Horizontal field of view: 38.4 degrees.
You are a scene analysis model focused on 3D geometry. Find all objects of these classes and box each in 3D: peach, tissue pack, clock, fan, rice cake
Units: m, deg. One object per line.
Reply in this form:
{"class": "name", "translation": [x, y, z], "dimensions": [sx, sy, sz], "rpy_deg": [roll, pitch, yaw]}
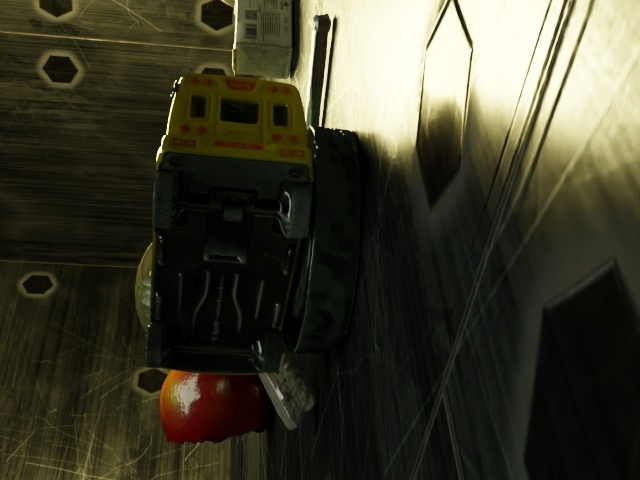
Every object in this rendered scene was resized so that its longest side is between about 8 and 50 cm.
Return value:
{"class": "peach", "translation": [-0.192, 0.298, 1.666], "dimensions": [0.226, 0.196, 0.190], "rpy_deg": [-56, 11, 24]}
{"class": "tissue pack", "translation": [-0.104, -0.377, 1.664], "dimensions": [0.099, 0.106, 0.149], "rpy_deg": [106, 166, -58]}
{"class": "clock", "translation": [0.000, 0.000, 0.906], "dimensions": [0.226, 0.048, 0.226], "rpy_deg": [-176, 90, -83]}
{"class": "fan", "translation": [-0.009, -0.141, 1.148], "dimensions": [0.057, 0.023, 0.282], "rpy_deg": [-97, 11, -61]}
{"class": "rice cake", "translation": [-0.078, 0.100, 1.085], "dimensions": [0.270, 0.049, 0.055], "rpy_deg": [59, 176, 23]}

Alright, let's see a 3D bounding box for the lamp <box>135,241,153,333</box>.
{"class": "lamp", "translation": [-0.148, 0.089, 1.438], "dimensions": [0.250, 0.284, 0.250], "rpy_deg": [-28, 43, 29]}

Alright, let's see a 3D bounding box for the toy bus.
{"class": "toy bus", "translation": [-0.096, 0.002, 0.909], "dimensions": [0.330, 0.144, 0.152], "rpy_deg": [104, 167, -48]}
